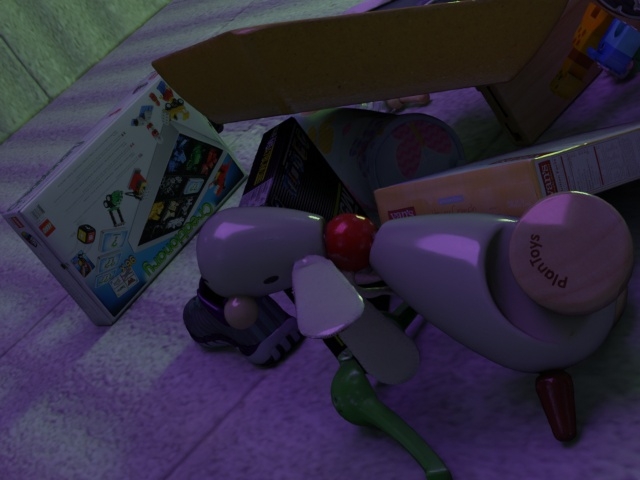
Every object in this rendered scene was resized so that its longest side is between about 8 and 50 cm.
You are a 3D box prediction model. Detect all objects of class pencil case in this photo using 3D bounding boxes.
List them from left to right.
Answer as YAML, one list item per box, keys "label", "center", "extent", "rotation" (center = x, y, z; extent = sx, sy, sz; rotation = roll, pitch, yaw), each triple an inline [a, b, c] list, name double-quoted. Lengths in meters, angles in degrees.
- label: "pencil case"
  center: [0.047, -0.087, 1.380]
  extent: [0.273, 0.124, 0.113]
  rotation: [16, 85, 65]

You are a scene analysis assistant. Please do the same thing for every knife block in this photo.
- label: "knife block"
  center: [0.286, -0.241, 1.363]
  extent: [0.242, 0.088, 0.275]
  rotation: [-29, 23, 21]

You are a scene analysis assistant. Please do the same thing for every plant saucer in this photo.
- label: "plant saucer"
  center: [0.031, -0.174, 1.254]
  extent: [0.333, 0.081, 0.333]
  rotation: [-10, 6, -20]

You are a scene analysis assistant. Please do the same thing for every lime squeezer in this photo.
- label: "lime squeezer"
  center: [0.065, 0.095, 1.057]
  extent: [0.110, 0.059, 0.310]
  rotation: [-27, 23, 25]

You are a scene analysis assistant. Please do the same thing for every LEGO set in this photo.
- label: "LEGO set"
  center: [0.278, -0.163, 1.218]
  extent: [0.093, 0.087, 0.227]
  rotation: [-59, 13, 16]

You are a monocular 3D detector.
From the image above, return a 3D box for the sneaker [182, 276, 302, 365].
- label: "sneaker"
  center: [-0.100, 0.060, 1.319]
  extent: [0.083, 0.098, 0.224]
  rotation: [-44, 23, -19]

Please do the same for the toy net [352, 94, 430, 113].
- label: "toy net"
  center: [0.122, -0.211, 1.611]
  extent: [0.232, 0.045, 0.122]
  rotation: [-28, 23, 20]

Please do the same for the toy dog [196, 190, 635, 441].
- label: "toy dog"
  center: [0.076, 0.059, 0.924]
  extent: [0.334, 0.220, 0.161]
  rotation: [-4, 73, 36]

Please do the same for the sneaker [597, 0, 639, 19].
- label: "sneaker"
  center: [0.389, -0.269, 1.221]
  extent: [0.279, 0.107, 0.118]
  rotation: [-17, -5, -4]

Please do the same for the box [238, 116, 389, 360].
- label: "box"
  center: [0.000, 0.000, 1.176]
  extent: [0.045, 0.184, 0.190]
  rotation: [-31, 21, 22]

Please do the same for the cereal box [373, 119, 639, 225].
- label: "cereal box"
  center: [0.187, -0.056, 1.052]
  extent: [0.240, 0.047, 0.173]
  rotation: [-18, 5, -40]

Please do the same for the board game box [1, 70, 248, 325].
- label: "board game box"
  center: [-0.248, -0.061, 1.666]
  extent: [0.053, 0.193, 0.305]
  rotation: [-8, 35, 50]

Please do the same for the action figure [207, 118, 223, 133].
- label: "action figure"
  center: [-0.247, -0.132, 1.889]
  extent: [0.164, 0.141, 0.275]
  rotation: [-26, 22, 54]

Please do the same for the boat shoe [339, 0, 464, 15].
- label: "boat shoe"
  center: [0.171, -0.308, 1.715]
  extent: [0.319, 0.116, 0.099]
  rotation: [-22, 68, 18]
